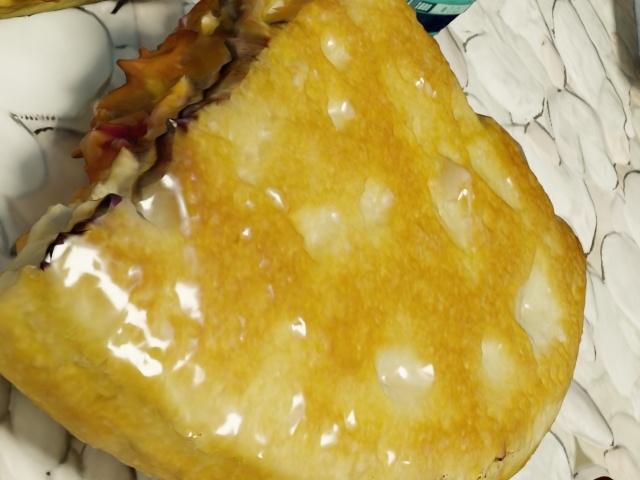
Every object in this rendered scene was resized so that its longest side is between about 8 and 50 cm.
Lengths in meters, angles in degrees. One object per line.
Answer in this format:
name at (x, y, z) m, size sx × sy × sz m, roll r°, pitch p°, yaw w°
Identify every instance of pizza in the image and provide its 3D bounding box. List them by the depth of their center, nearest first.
pizza at (0.000, 0.000, 0.702) m, size 0.409 × 0.114 × 0.277 m, roll -7°, pitch 75°, yaw -56°

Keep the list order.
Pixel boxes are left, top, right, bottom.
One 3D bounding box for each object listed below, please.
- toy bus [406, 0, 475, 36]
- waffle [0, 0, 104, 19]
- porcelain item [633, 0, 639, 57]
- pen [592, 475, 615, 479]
toy bus at (0.025, -0.186, 0.880) m, size 0.079 × 0.092 × 0.160 m, roll -6°, pitch 73°, yaw -54°
waffle at (-0.160, -0.196, 0.634) m, size 0.328 × 0.098 × 0.224 m, roll -23°, pitch 89°, yaw -56°
porcelain item at (0.426, -0.104, 1.297) m, size 0.405 × 0.178 × 0.242 m, roll 34°, pitch 44°, yaw -33°
pen at (0.229, 0.219, 0.947) m, size 0.218 × 0.026 × 0.026 m, roll 47°, pitch 37°, yaw -24°
